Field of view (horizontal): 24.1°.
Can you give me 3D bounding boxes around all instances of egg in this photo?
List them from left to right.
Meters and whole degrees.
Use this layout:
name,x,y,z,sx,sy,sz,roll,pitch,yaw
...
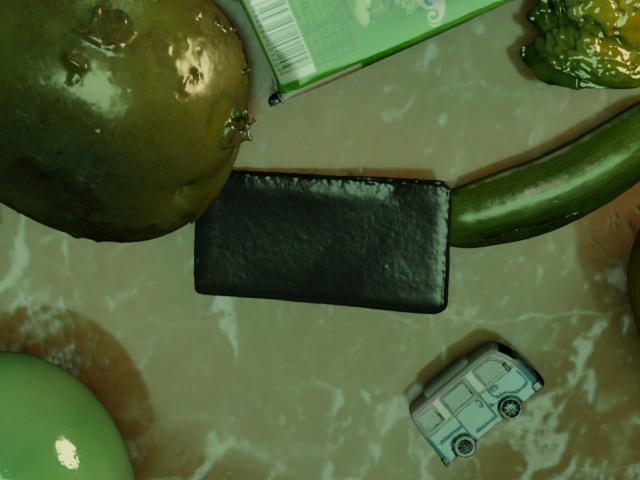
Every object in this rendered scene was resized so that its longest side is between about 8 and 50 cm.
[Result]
name,x,y,z,sx,sy,sz,roll,pitch,yaw
egg,-0.277,0.231,1.348,0.220,0.220,0.269,-15,103,1

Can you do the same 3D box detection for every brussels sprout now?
name,x,y,z,sx,sy,sz,roll,pitch,yaw
brussels sprout,0.275,-0.210,1.364,0.181,0.100,0.139,-28,98,-22

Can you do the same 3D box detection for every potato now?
name,x,y,z,sx,sy,sz,roll,pitch,yaw
potato,-0.234,-0.139,1.274,0.359,0.269,0.219,20,53,-9

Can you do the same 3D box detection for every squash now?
name,x,y,z,sx,sy,sz,roll,pitch,yaw
squash,0.224,-0.056,1.396,0.318,0.071,0.080,-26,118,5

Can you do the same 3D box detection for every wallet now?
name,x,y,z,sx,sy,sz,roll,pitch,yaw
wallet,0.000,0.000,1.398,0.244,0.025,0.124,3,100,11

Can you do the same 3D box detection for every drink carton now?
name,x,y,z,sx,sy,sz,roll,pitch,yaw
drink carton,0.060,-0.220,1.325,0.271,0.161,0.108,-22,99,4

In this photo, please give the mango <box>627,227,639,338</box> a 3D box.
name,x,y,z,sx,sy,sz,roll,pitch,yaw
mango,0.454,0.104,1.334,0.301,0.220,0.445,-22,112,39

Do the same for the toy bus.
name,x,y,z,sx,sy,sz,roll,pitch,yaw
toy bus,0.146,0.149,1.430,0.123,0.060,0.075,-41,94,6
